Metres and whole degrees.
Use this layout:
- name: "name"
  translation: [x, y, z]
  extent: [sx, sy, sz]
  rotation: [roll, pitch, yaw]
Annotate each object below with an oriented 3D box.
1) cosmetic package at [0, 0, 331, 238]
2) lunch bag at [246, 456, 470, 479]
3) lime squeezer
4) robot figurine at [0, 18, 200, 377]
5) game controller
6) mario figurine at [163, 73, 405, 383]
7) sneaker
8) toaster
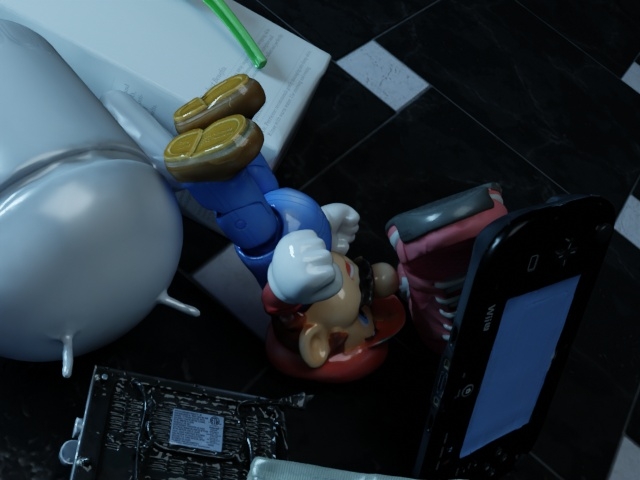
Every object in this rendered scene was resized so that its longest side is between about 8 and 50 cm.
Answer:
- name: "cosmetic package"
  translation: [-0.206, -0.195, 0.830]
  extent: [0.385, 0.156, 0.217]
  rotation: [28, 44, -3]
- name: "lunch bag"
  translation: [0.027, 0.311, 0.441]
  extent: [0.169, 0.287, 0.235]
  rotation: [2, 44, 19]
- name: "lime squeezer"
  translation: [-0.179, -0.290, 0.778]
  extent: [0.311, 0.058, 0.109]
  rotation: [26, 41, -9]
- name: "robot figurine"
  translation: [-0.254, -0.043, 0.627]
  extent: [0.300, 0.199, 0.353]
  rotation: [-31, 69, -33]
- name: "game controller"
  translation: [0.170, 0.108, 0.675]
  extent: [0.167, 0.319, 0.067]
  rotation: [-20, 39, -41]
- name: "mario figurine"
  translation: [0.000, 0.000, 0.686]
  extent: [0.198, 0.170, 0.320]
  rotation: [-56, 133, -32]
- name: "sneaker"
  translation: [0.143, 0.047, 0.733]
  extent: [0.116, 0.314, 0.136]
  rotation: [-20, 71, 0]
- name: "toaster"
  translation: [-0.108, 0.198, 0.569]
  extent: [0.186, 0.110, 0.168]
  rotation: [14, 47, -18]
